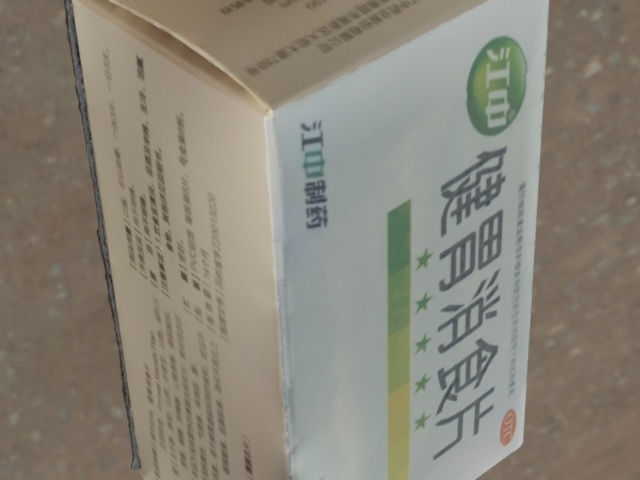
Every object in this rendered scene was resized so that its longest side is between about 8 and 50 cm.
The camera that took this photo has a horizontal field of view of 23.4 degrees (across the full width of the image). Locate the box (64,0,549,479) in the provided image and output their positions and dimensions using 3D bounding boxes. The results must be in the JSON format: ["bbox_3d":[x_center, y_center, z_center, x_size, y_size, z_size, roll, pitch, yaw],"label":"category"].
[{"bbox_3d":[0.000,-0.002,0.761,0.173,0.145,0.333,-32,137,-32],"label":"box"}]
